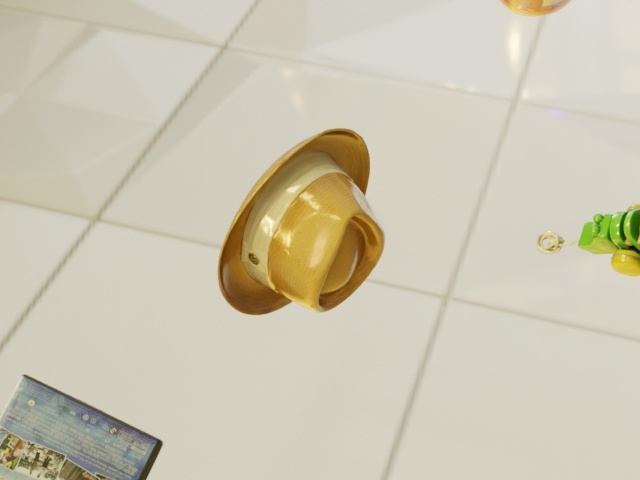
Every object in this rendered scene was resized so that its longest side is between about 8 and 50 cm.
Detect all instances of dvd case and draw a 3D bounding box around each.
[{"bbox_3d":[-0.312,0.302,1.364,0.253,0.180,0.022,-64,1,-10],"label":"dvd case"}]

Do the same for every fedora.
[{"bbox_3d":[0.000,0.000,1.032,0.194,0.079,0.194,-38,-31,-28],"label":"fedora"}]

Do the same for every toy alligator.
[{"bbox_3d":[0.254,-0.006,1.022,0.051,0.190,0.056,43,-119,-42],"label":"toy alligator"}]

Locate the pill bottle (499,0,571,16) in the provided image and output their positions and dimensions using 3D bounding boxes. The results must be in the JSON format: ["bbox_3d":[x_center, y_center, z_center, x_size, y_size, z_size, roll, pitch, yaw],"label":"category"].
[{"bbox_3d":[0.263,-0.359,1.448,0.221,0.121,0.121,57,-133,-78],"label":"pill bottle"}]
